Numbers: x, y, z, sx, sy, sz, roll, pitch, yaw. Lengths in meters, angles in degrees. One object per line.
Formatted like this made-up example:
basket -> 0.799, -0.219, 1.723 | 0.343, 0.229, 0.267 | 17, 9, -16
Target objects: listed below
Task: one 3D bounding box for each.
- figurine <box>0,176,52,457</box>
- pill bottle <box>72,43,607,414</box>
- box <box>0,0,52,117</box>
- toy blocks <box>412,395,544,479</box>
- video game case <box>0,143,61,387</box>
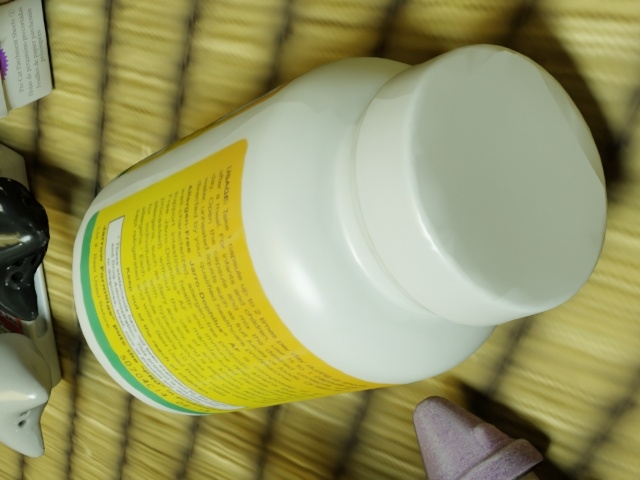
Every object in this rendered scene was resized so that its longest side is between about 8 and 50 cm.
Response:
figurine -> -0.235, 0.017, 0.723 | 0.209, 0.092, 0.214 | 31, 138, 21
pill bottle -> 0.000, 0.000, 0.458 | 0.208, 0.118, 0.117 | -19, 102, 52
box -> -0.280, -0.152, 0.692 | 0.324, 0.063, 0.067 | 28, 133, 31
toy blocks -> -0.047, 0.214, 0.519 | 0.260, 0.309, 0.288 | 53, 143, 17
video game case -> -0.253, -0.013, 0.803 | 0.201, 0.023, 0.183 | 27, 135, 30
